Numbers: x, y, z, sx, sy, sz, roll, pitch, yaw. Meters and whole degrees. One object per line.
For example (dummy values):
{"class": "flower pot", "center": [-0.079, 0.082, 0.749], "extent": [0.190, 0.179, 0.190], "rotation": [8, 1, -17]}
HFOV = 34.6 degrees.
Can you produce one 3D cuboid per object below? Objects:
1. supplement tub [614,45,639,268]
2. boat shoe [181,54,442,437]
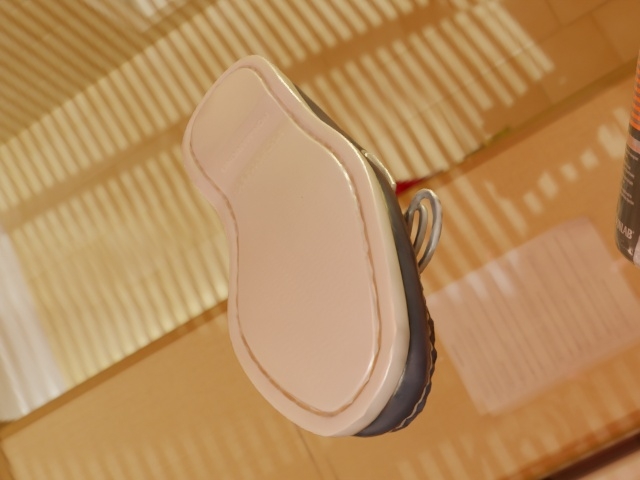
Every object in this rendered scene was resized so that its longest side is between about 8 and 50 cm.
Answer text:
{"class": "supplement tub", "center": [0.440, -0.133, 1.105], "extent": [0.207, 0.207, 0.338], "rotation": [-79, -8, -69]}
{"class": "boat shoe", "center": [0.000, 0.000, 0.456], "extent": [0.079, 0.095, 0.254], "rotation": [32, -168, -31]}
